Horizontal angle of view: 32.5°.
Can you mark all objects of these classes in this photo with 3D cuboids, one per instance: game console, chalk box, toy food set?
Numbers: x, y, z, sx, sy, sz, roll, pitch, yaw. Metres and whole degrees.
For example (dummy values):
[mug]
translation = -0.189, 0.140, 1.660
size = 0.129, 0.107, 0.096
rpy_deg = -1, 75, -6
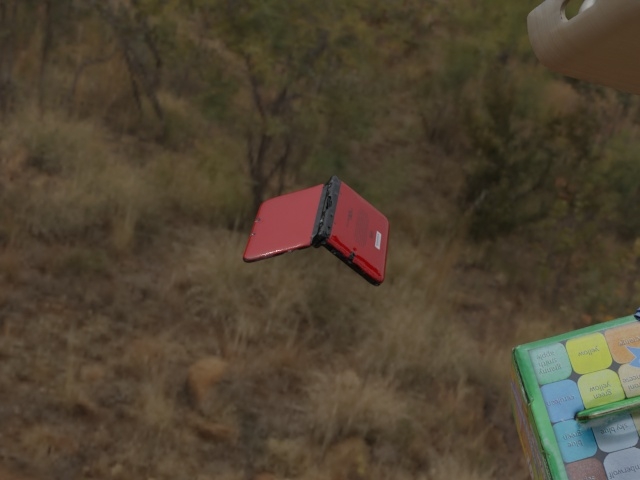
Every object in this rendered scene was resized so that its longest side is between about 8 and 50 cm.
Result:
[game console]
translation = 0.000, 0.000, 1.155
size = 0.124, 0.085, 0.144
rpy_deg = 38, 26, -14
[chalk box]
translation = 0.223, 0.139, 0.833
size = 0.132, 0.213, 0.132
rpy_deg = -14, 65, 2
[toy food set]
translation = 0.418, -0.240, 1.243
size = 0.306, 0.092, 0.219
rpy_deg = 11, -13, -17

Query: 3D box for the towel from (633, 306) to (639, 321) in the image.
[towel]
translation = 0.203, 0.030, 0.515
size = 0.067, 0.029, 0.119
rpy_deg = -28, 1, -13
